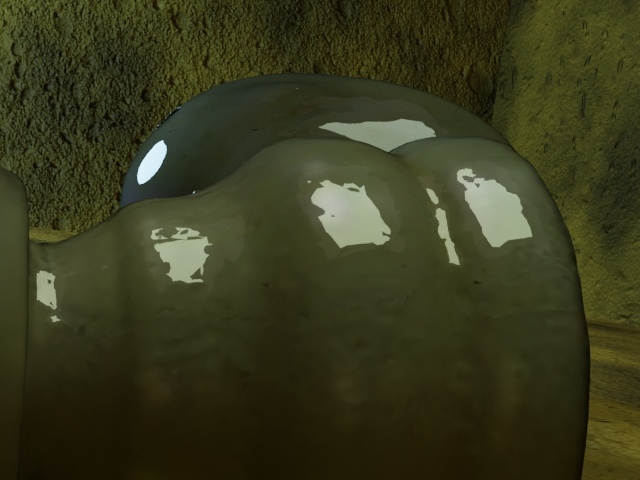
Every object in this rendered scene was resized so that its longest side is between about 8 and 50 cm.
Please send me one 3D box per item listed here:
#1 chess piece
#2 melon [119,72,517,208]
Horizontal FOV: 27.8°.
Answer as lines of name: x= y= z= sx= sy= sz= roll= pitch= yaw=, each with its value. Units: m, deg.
chess piece: x=-0.091 y=0.035 z=0.382 sx=0.299 sy=0.167 sz=0.167 roll=5 pitch=2 yaw=-15
melon: x=0.000 y=0.000 z=0.863 sx=0.317 sy=0.223 sz=0.223 roll=10 pitch=2 yaw=38
